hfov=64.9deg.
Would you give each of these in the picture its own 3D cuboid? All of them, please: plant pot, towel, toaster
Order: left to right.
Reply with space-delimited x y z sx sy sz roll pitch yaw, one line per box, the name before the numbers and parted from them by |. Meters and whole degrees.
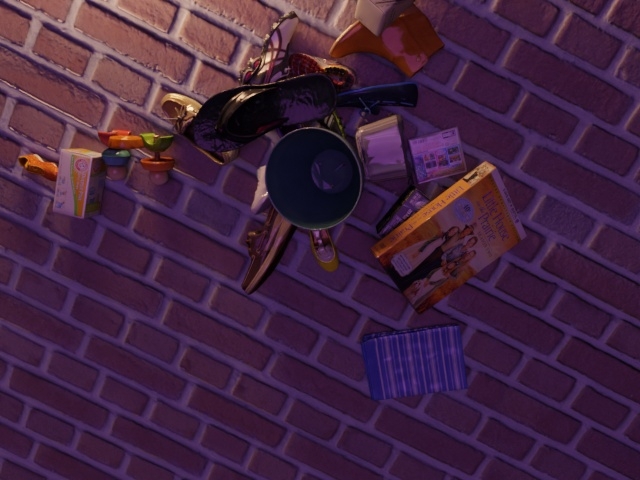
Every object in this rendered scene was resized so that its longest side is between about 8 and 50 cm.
plant pot | 0.006 -0.193 1.498 0.290 0.195 0.290 5 106 18
toaster | 0.192 -0.264 1.522 0.146 0.129 0.227 -11 103 10
towel | 0.316 0.414 1.695 0.335 0.040 0.243 -9 102 5

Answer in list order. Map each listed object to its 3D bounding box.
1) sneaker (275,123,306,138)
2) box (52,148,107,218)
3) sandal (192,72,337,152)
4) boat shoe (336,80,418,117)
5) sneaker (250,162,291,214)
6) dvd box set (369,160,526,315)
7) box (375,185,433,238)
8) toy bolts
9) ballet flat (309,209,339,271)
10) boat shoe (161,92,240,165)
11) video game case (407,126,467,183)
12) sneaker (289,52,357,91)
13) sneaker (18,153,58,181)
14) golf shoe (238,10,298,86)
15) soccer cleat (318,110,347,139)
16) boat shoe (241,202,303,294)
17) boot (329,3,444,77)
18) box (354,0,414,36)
sneaker | -0.118 -0.378 1.529 0.095 0.104 0.236 -33 95 12
box | -0.764 -0.184 1.607 0.103 0.114 0.203 14 101 0
sandal | -0.173 -0.366 1.419 0.445 0.107 0.168 -16 111 13
boat shoe | 0.166 -0.416 1.503 0.258 0.109 0.089 -6 105 7
sneaker | -0.173 -0.184 1.596 0.094 0.080 0.212 34 95 9
dvd box set | 0.391 0.006 1.506 0.420 0.062 0.308 -37 125 2
box | 0.257 -0.076 1.543 0.077 0.147 0.180 38 101 -4
toy bolts | -0.592 -0.248 1.551 0.228 0.218 0.159 11 109 20
ballet flat | 0.000 0.000 1.611 0.077 0.077 0.231 -16 100 6
boat shoe | -0.378 -0.343 1.548 0.285 0.089 0.104 37 123 -5
video game case | 0.363 -0.264 1.564 0.157 0.019 0.143 -14 101 6
sneaker | 0.005 -0.504 1.513 0.225 0.093 0.088 24 122 13
sneaker | -0.895 -0.225 1.602 0.175 0.067 0.064 21 118 25
golf shoe | -0.130 -0.541 1.489 0.120 0.105 0.273 33 90 -7
soccer cleat | 0.024 -0.370 1.549 0.072 0.060 0.179 -27 92 18
boat shoe | -0.178 0.008 1.611 0.123 0.123 0.342 30 99 7
boot | 0.196 -0.556 1.465 0.295 0.104 0.211 -34 89 2
box | 0.222 -0.703 1.384 0.094 0.113 0.275 42 80 5
